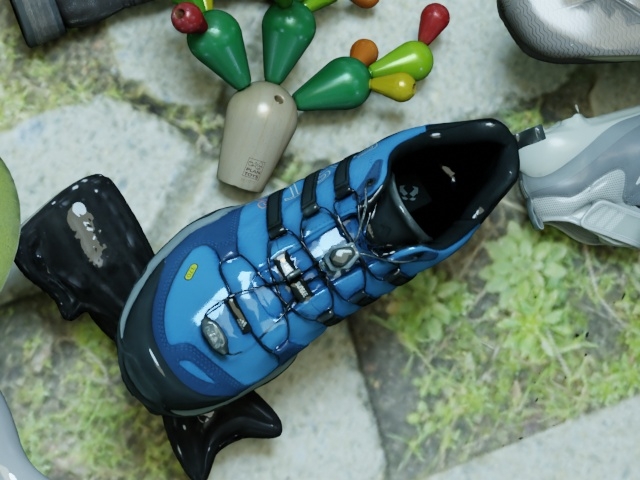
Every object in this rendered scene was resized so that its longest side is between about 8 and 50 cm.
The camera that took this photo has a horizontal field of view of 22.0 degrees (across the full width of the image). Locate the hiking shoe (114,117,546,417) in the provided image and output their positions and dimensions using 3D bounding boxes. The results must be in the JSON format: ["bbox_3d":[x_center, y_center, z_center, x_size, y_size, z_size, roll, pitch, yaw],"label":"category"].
[{"bbox_3d":[0.000,0.000,1.037,0.304,0.132,0.113,-37,93,-31],"label":"hiking shoe"}]

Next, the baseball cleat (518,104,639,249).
[{"bbox_3d":[0.239,-0.053,1.163,0.206,0.072,0.109,-13,90,-5],"label":"baseball cleat"}]

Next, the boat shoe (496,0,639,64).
[{"bbox_3d":[0.278,-0.199,1.169,0.355,0.130,0.132,-22,81,-18],"label":"boat shoe"}]

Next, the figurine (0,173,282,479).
[{"bbox_3d":[-0.164,0.100,1.060,0.215,0.092,0.209,-37,86,-14],"label":"figurine"}]

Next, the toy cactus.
[{"bbox_3d":[-0.020,-0.120,1.120,0.219,0.112,0.180,14,97,-36],"label":"toy cactus"}]

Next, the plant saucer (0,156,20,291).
[{"bbox_3d":[-0.309,0.003,1.034,0.241,0.037,0.241,-7,52,10],"label":"plant saucer"}]

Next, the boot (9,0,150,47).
[{"bbox_3d":[-0.126,-0.268,1.134,0.229,0.091,0.263,-18,112,-9],"label":"boot"}]
